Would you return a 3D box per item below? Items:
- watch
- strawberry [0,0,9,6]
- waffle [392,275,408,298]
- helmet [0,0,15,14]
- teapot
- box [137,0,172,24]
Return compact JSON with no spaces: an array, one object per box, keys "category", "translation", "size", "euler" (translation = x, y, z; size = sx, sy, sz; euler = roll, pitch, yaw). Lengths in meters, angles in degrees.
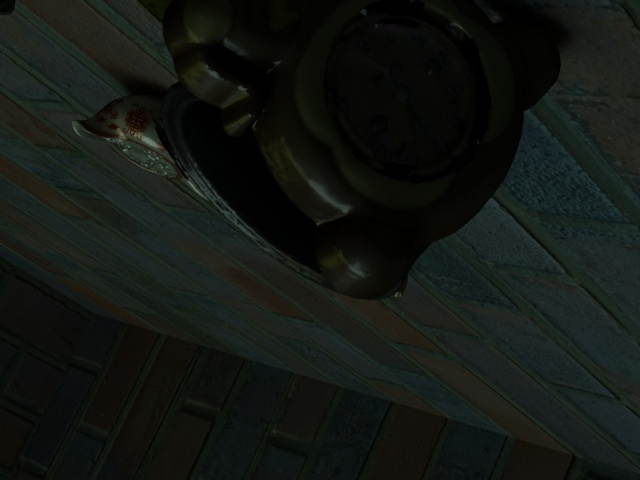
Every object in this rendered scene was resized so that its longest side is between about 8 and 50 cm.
[{"category":"watch","translation":[-0.004,-0.116,1.184],"size":[0.335,0.314,0.327],"euler":[44,157,-12]},{"category":"strawberry","translation":[-0.334,-0.332,0.956],"size":[0.345,0.317,0.295],"euler":[42,159,-13]},{"category":"waffle","translation":[0.000,0.000,2.029],"size":[0.221,0.055,0.248],"euler":[14,161,37]},{"category":"helmet","translation":[-0.441,-0.338,1.490],"size":[0.177,0.107,0.153],"euler":[10,169,-22]},{"category":"teapot","translation":[-0.228,-0.139,1.814],"size":[0.245,0.116,0.159],"euler":[32,151,-17]},{"category":"box","translation":[-0.083,-0.226,1.366],"size":[0.141,0.064,0.220],"euler":[12,159,43]}]
